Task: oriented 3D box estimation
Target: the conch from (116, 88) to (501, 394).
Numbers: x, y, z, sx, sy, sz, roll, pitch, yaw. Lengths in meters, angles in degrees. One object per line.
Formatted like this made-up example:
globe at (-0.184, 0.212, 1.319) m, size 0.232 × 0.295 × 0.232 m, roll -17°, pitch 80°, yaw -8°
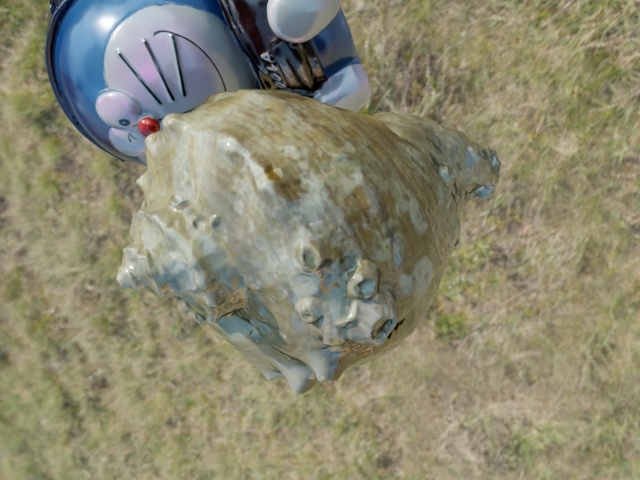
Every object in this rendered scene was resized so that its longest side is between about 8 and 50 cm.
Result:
conch at (0.002, 0.017, 0.702) m, size 0.297 × 0.352 × 0.210 m, roll -38°, pitch 56°, yaw 56°

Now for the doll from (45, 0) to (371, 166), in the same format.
doll at (-0.130, -0.198, 0.910) m, size 0.310 × 0.240 × 0.284 m, roll -23°, pitch 132°, yaw 4°
